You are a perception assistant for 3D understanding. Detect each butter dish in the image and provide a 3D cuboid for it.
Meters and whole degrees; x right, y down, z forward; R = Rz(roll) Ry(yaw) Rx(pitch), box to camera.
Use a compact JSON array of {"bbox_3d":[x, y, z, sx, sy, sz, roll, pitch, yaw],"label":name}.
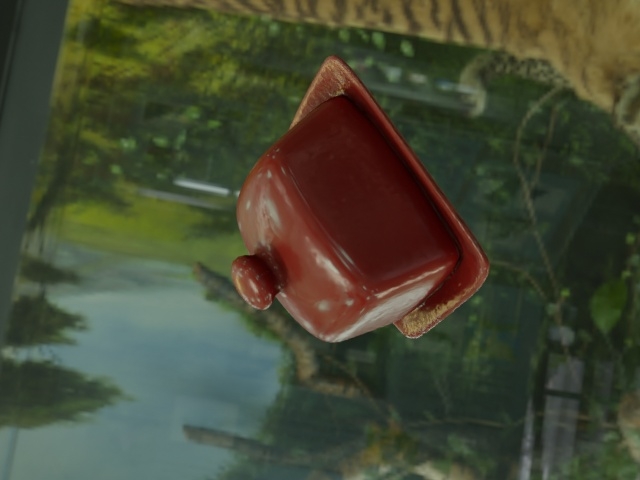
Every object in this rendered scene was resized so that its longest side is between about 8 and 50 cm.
[{"bbox_3d":[0.000,0.000,0.667,0.118,0.160,0.160,-32,170,-22],"label":"butter dish"}]
